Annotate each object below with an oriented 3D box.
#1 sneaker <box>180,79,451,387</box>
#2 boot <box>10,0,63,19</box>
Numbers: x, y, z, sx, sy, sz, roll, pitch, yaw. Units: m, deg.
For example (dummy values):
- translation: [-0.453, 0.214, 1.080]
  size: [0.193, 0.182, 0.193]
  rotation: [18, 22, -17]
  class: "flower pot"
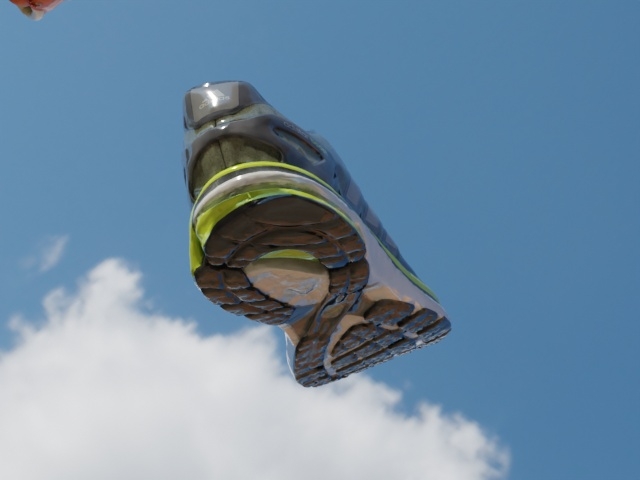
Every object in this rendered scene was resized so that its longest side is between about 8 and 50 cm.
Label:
- translation: [0.000, 0.000, 0.846]
  size: [0.111, 0.300, 0.121]
  rotation: [-20, -118, 8]
  class: "sneaker"
- translation: [-0.183, -0.195, 0.976]
  size: [0.059, 0.084, 0.158]
  rotation: [55, -12, -5]
  class: "boot"
